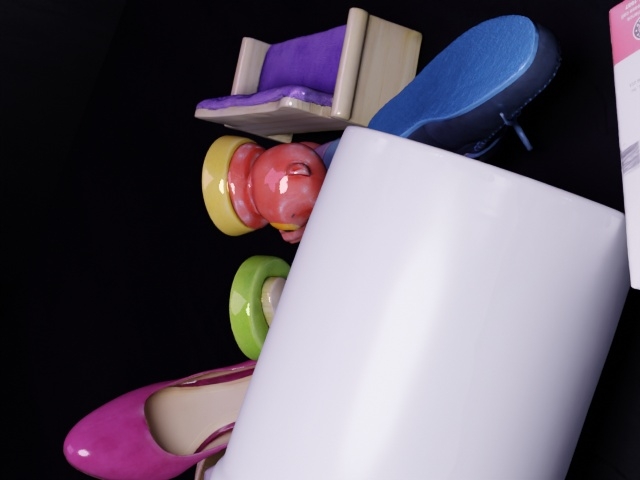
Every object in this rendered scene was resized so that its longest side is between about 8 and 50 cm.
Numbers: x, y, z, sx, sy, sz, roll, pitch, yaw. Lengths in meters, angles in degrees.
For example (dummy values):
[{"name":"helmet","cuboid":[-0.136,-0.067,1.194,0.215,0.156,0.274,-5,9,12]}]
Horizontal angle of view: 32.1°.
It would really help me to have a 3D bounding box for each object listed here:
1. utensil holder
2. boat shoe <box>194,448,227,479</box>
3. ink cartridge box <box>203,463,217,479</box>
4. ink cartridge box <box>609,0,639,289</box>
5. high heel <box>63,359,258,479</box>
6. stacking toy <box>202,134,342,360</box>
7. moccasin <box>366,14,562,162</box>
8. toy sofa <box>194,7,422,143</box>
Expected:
[{"name":"utensil holder","cuboid":[0.103,0.118,1.073,0.327,0.327,0.386,23,95,61]},{"name":"boat shoe","cuboid":[-0.154,0.313,1.700,0.059,0.063,0.170,4,72,63]},{"name":"ink cartridge box","cuboid":[-0.055,0.365,1.368,0.353,0.119,0.207,137,138,-64]},{"name":"ink cartridge box","cuboid":[0.360,-0.102,0.925,0.207,0.117,0.283,-29,53,51]},{"name":"high heel","cuboid":[-0.124,0.196,1.382,0.181,0.377,0.127,-49,61,48]},{"name":"stacking toy","cuboid":[0.000,0.000,1.391,0.130,0.309,0.280,-3,95,30]},{"name":"moccasin","cuboid":[0.173,-0.154,1.287,0.342,0.116,0.138,-25,44,60]},{"name":"toy sofa","cuboid":[-0.029,-0.235,1.605,0.362,0.177,0.150,5,82,61]}]
